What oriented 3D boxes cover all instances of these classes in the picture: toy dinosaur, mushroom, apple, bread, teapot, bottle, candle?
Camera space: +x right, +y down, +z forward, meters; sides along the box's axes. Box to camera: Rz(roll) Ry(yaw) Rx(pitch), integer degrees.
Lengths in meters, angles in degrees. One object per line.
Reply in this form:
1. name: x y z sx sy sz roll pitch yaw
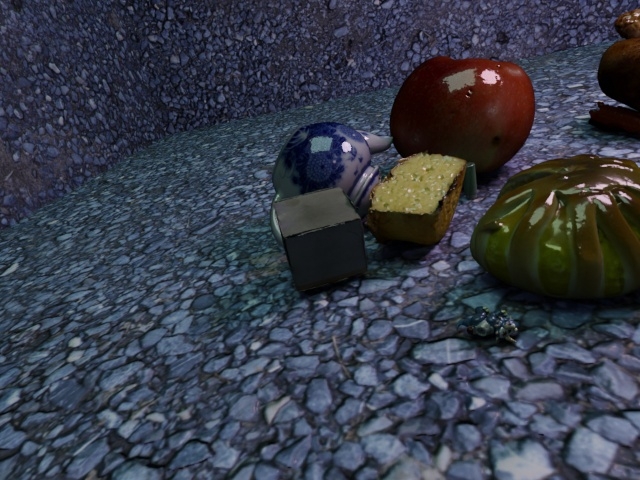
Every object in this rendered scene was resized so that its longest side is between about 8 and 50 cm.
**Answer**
1. toy dinosaur: 0.235 0.119 0.655 0.083 0.030 0.047 7 30 39
2. mushroom: 0.887 -0.423 1.211 0.345 0.239 0.345 7 49 -8
3. apple: 0.355 -0.319 1.187 0.348 0.277 0.348 7 18 -2
4. bread: 0.412 -0.040 0.746 0.333 0.160 0.333 -11 26 5
5. teapot: 0.037 -0.132 1.087 0.280 0.252 0.424 31 60 8
6. bottle: 0.346 -0.138 1.079 0.030 0.083 0.030 -12 25 6
7. candle: 0.814 -0.300 1.208 0.059 0.084 0.301 -45 31 9
8. bread: 0.198 -0.070 0.956 0.160 0.147 0.260 8 36 23

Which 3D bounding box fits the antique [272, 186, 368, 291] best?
1. antique: 0.000 0.000 0.888 0.147 0.148 0.152 -13 33 -7
